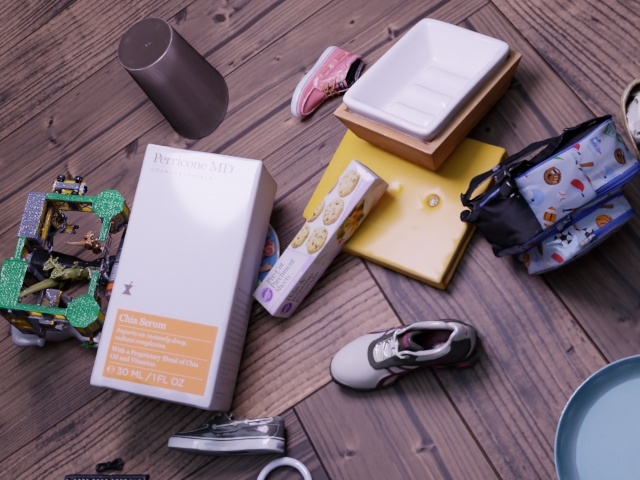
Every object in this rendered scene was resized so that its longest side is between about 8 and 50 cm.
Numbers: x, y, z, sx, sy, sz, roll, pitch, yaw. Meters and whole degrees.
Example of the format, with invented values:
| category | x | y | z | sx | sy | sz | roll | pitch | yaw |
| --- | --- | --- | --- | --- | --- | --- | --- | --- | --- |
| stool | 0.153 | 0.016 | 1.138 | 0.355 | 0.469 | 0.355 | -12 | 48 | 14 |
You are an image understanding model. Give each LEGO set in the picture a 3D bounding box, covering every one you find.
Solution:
| category | x | y | z | sx | sy | sz | roll | pitch | yaw |
| --- | --- | --- | --- | --- | --- | --- | --- | --- | --- |
| LEGO set | -0.479 | 0.060 | 1.724 | 0.255 | 0.192 | 0.331 | -2 | 66 | 3 |

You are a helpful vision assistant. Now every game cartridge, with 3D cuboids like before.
| category | x | y | z | sx | sy | sz | roll | pitch | yaw |
| --- | --- | --- | --- | --- | --- | --- | --- | --- | --- |
| game cartridge | 0.152 | -0.088 | 1.681 | 0.324 | 0.052 | 0.285 | 22 | 77 | 31 |

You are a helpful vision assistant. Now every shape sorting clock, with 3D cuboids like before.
| category | x | y | z | sx | sy | sz | roll | pitch | yaw |
| --- | --- | --- | --- | --- | --- | --- | --- | --- | --- |
| shape sorting clock | -0.174 | 0.039 | 1.759 | 0.206 | 0.040 | 0.206 | -9 | 64 | 19 |

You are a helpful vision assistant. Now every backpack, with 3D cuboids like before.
| category | x | y | z | sx | sy | sz | roll | pitch | yaw |
| --- | --- | --- | --- | --- | --- | --- | --- | --- | --- |
| backpack | 0.396 | -0.076 | 1.458 | 0.263 | 0.276 | 0.213 | -39 | 90 | -7 |

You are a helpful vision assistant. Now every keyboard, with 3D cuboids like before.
| category | x | y | z | sx | sy | sz | roll | pitch | yaw |
| --- | --- | --- | --- | --- | --- | --- | --- | --- | --- |
| keyboard | -0.408 | 0.466 | 1.678 | 0.180 | 0.023 | 0.108 | -5 | 66 | 19 |

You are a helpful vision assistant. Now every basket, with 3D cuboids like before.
| category | x | y | z | sx | sy | sz | roll | pitch | yaw |
| --- | --- | --- | --- | --- | --- | --- | --- | --- | --- |
| basket | -0.315 | -0.353 | 1.881 | 0.154 | 0.227 | 0.204 | -24 | 61 | 11 |

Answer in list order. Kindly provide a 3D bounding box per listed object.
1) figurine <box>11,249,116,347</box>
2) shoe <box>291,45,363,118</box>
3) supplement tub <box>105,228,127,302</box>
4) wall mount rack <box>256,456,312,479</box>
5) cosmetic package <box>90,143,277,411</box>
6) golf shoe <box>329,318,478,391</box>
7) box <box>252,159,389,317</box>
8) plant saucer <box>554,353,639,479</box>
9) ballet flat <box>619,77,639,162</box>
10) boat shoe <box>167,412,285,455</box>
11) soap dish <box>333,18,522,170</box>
| category | x | y | z | sx | sy | sz | roll | pitch | yaw |
| --- | --- | --- | --- | --- | --- | --- | --- | --- | --- |
| figurine | -0.516 | 0.124 | 1.840 | 0.210 | 0.092 | 0.214 | 0 | 69 | 18 |
| shoe | 0.015 | -0.320 | 1.826 | 0.081 | 0.063 | 0.178 | 24 | 74 | 34 |
| supplement tub | -0.369 | 0.074 | 1.787 | 0.106 | 0.106 | 0.197 | 3 | 70 | 23 |
| wall mount rack | -0.116 | 0.534 | 1.466 | 0.304 | 0.130 | 0.350 | -15 | 62 | 16 |
| cosmetic package | -0.244 | 0.071 | 1.643 | 0.230 | 0.161 | 0.453 | 9 | 79 | 9 |
| golf shoe | 0.132 | 0.183 | 1.526 | 0.273 | 0.120 | 0.105 | -17 | 64 | 16 |
| box | 0.000 | 0.000 | 1.645 | 0.067 | 0.063 | 0.324 | 44 | 103 | 29 |
| plant saucer | 0.520 | 0.329 | 1.347 | 0.318 | 0.044 | 0.317 | -8 | 66 | 19 |
| ballet flat | 0.588 | -0.128 | 1.479 | 0.123 | 0.123 | 0.348 | -20 | 62 | 13 |
| boat shoe | -0.168 | 0.350 | 1.604 | 0.219 | 0.078 | 0.070 | -4 | 67 | 12 |
| soap dish | 0.202 | -0.273 | 1.657 | 0.229 | 0.118 | 0.291 | 28 | 63 | 33 |
